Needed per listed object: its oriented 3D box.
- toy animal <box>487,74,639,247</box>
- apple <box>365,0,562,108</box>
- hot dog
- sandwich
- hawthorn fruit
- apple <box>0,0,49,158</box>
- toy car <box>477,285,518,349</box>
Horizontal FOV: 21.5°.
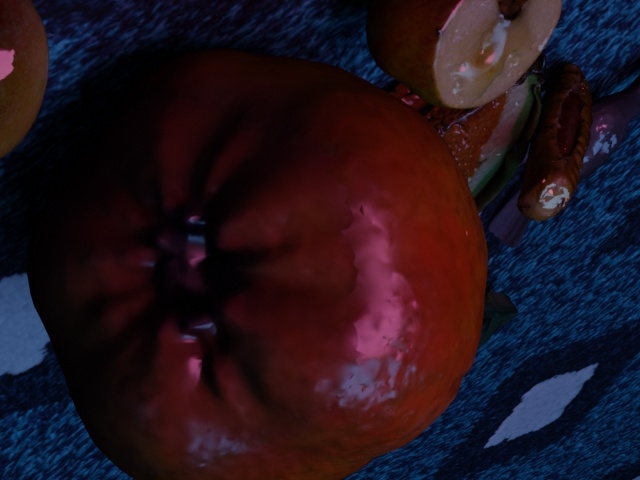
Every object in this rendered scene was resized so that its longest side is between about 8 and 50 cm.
[{"bbox_3d":[0.319,-0.110,2.194,0.367,0.081,0.206,-48,163,25],"label":"toy animal"},{"bbox_3d":[0.140,-0.233,1.684,0.195,0.160,0.173,-16,152,-38],"label":"apple"},{"bbox_3d":[0.282,-0.117,1.989,0.289,0.068,0.083,-71,-176,-53],"label":"hot dog"},{"bbox_3d":[0.142,-0.121,1.954,0.212,0.109,0.292,-21,149,-13],"label":"sandwich"},{"bbox_3d":[-0.044,0.047,1.654,0.472,0.472,0.472,-28,153,-15],"label":"hawthorn fruit"},{"bbox_3d":[-0.318,-0.136,1.313,0.188,0.174,0.207,-23,136,-29],"label":"apple"},{"bbox_3d":[0.161,0.129,2.404,0.141,0.097,0.321,-48,152,24],"label":"toy car"}]
